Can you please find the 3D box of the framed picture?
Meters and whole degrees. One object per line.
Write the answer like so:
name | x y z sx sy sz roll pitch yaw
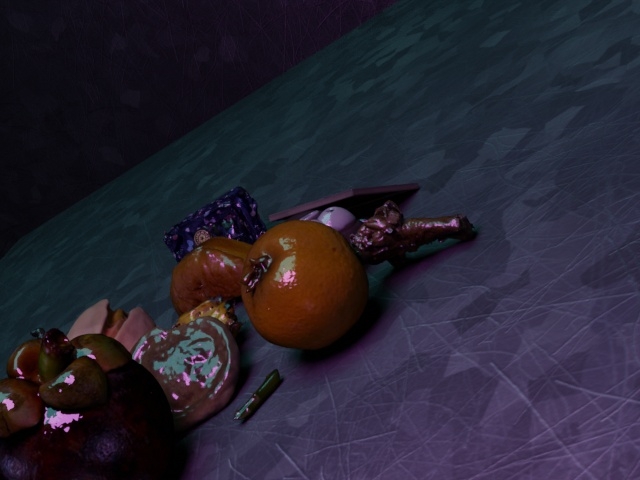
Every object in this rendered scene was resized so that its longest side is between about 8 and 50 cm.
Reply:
framed picture | 0.043 -0.074 1.876 0.184 0.016 0.250 -8 -5 -43

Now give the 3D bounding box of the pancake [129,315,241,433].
pancake | -0.245 0.225 1.639 0.236 0.042 0.222 3 61 27

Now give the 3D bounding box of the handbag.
handbag | -0.227 -0.002 2.129 0.260 0.162 0.113 -25 9 32

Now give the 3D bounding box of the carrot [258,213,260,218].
carrot | -0.183 -0.052 2.355 0.093 0.032 0.032 -5 37 49

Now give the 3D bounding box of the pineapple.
pineapple | -0.223 0.194 1.766 0.225 0.076 0.225 -32 26 17

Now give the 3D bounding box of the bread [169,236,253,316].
bread | -0.221 0.066 1.982 0.260 0.134 0.129 -25 21 31

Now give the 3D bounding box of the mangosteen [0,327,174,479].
mangosteen | -0.364 0.285 1.465 0.300 0.300 0.300 -33 19 13

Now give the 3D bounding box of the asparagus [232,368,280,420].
asparagus | -0.099 0.247 1.514 0.108 0.021 0.025 -47 17 -25

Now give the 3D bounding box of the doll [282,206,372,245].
doll | 0.000 0.002 1.767 0.182 0.117 0.257 -34 14 -18

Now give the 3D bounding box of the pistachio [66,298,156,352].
pistachio | -0.407 0.231 1.877 0.187 0.187 0.299 -32 19 15

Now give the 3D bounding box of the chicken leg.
chicken leg | 0.139 -0.014 1.553 0.196 0.125 0.080 -26 49 35

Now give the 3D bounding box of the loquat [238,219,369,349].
loquat | -0.028 0.071 1.514 0.208 0.208 0.208 -33 19 13

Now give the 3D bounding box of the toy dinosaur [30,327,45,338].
toy dinosaur | -0.680 0.311 2.407 0.187 0.087 0.179 -47 52 20
